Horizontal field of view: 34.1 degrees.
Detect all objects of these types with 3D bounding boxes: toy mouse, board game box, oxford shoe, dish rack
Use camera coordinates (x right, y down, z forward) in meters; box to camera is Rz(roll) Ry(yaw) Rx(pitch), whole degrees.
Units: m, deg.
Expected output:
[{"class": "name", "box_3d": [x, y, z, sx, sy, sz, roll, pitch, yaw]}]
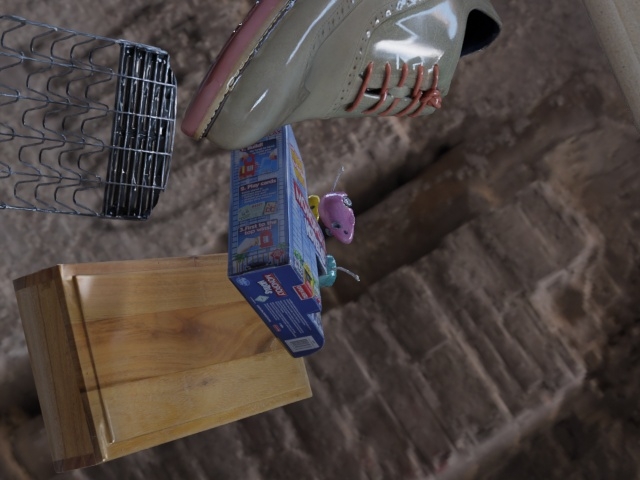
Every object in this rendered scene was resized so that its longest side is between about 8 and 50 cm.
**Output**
[{"class": "toy mouse", "box_3d": [0.000, 0.000, 1.177, 0.161, 0.031, 0.143, -61, -138, 29]}, {"class": "board game box", "box_3d": [-0.036, -0.014, 1.001, 0.194, 0.060, 0.194, 60, 21, -59]}, {"class": "oxford shoe", "box_3d": [0.037, -0.141, 0.755, 0.130, 0.348, 0.123, 43, -44, 4]}, {"class": "dish rack", "box_3d": [-0.272, -0.121, 1.046, 0.074, 0.272, 0.208, 12, -84, 49]}]

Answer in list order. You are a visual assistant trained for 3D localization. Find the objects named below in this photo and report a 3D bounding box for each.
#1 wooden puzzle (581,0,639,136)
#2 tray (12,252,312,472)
[{"class": "wooden puzzle", "box_3d": [0.296, -0.184, 0.564, 0.347, 0.322, 0.080, 60, 10, -23]}, {"class": "tray", "box_3d": [-0.160, 0.122, 1.216, 0.411, 0.076, 0.202, -3, 77, -61]}]
